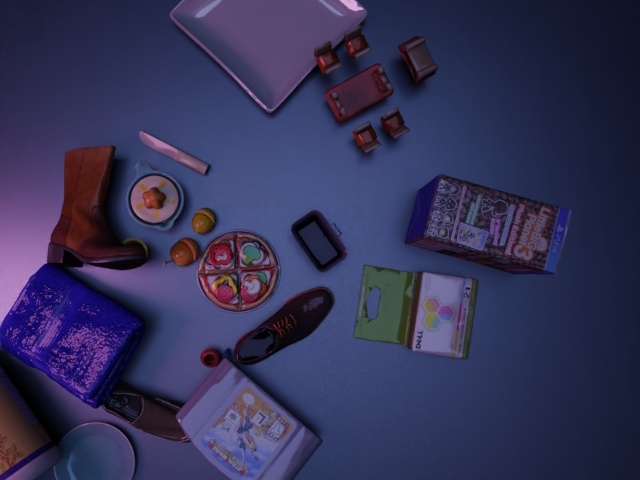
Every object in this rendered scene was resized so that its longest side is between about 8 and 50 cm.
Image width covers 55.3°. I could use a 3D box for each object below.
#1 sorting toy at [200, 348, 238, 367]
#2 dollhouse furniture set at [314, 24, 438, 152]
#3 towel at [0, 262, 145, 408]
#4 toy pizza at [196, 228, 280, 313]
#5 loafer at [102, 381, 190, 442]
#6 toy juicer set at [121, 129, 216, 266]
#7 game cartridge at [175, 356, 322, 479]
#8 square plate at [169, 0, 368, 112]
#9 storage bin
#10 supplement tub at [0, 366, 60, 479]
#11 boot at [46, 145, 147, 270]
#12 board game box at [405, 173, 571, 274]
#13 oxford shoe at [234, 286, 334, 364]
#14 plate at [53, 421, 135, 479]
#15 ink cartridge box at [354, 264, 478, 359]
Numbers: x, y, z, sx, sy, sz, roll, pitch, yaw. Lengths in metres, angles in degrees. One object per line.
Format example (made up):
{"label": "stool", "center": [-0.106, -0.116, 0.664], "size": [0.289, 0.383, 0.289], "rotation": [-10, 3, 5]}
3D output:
{"label": "sorting toy", "center": [-0.232, 0.283, 1.440], "size": [0.102, 0.042, 0.061], "rotation": [38, 102, -11]}
{"label": "dollhouse furniture set", "center": [0.139, -0.375, 1.444], "size": [0.259, 0.135, 0.262], "rotation": [-28, 100, 3]}
{"label": "towel", "center": [-0.566, 0.208, 1.372], "size": [0.308, 0.076, 0.228], "rotation": [26, 87, 16]}
{"label": "toy pizza", "center": [-0.196, 0.073, 1.452], "size": [0.201, 0.032, 0.201], "rotation": [0, 87, -2]}
{"label": "loafer", "center": [-0.395, 0.403, 1.399], "size": [0.251, 0.087, 0.094], "rotation": [19, 87, 0]}
{"label": "toy juicer set", "center": [-0.348, -0.093, 1.428], "size": [0.209, 0.089, 0.329], "rotation": [6, 86, -1]}
{"label": "game cartridge", "center": [-0.167, 0.434, 1.375], "size": [0.297, 0.062, 0.198], "rotation": [40, 72, -1]}
{"label": "square plate", "center": [-0.123, -0.541, 1.481], "size": [0.344, 0.049, 0.347], "rotation": [44, 86, 1]}
{"label": "storage bin", "center": [0.000, 0.000, 1.433], "size": [0.098, 0.091, 0.135], "rotation": [-35, 89, -3]}
{"label": "supplement tub", "center": [-0.751, 0.411, 1.310], "size": [0.241, 0.241, 0.331], "rotation": [-36, 88, -3]}
{"label": "boot", "center": [-0.491, -0.076, 1.393], "size": [0.264, 0.096, 0.280], "rotation": [1, 77, 29]}
{"label": "board game box", "center": [0.364, -0.028, 1.376], "size": [0.291, 0.232, 0.141], "rotation": [16, 86, -2]}
{"label": "oxford shoe", "center": [-0.080, 0.204, 1.414], "size": [0.271, 0.098, 0.097], "rotation": [-37, 89, -3]}
{"label": "plate", "center": [-0.523, 0.515, 1.421], "size": [0.188, 0.024, 0.188], "rotation": [0, 87, -1]}
{"label": "ink cartridge box", "center": [0.220, 0.164, 1.428], "size": [0.255, 0.097, 0.189], "rotation": [9, 87, -2]}
